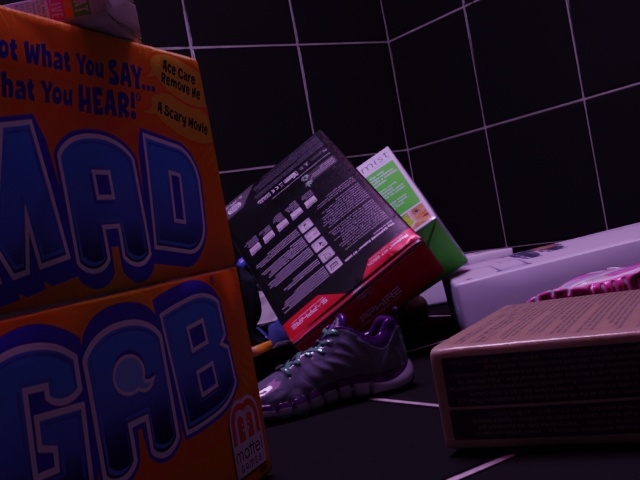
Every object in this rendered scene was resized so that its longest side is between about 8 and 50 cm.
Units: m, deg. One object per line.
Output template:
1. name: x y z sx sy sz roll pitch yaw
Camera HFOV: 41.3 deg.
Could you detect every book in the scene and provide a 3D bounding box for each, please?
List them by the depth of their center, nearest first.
1. book: -0.211 -0.150 0.608 0.144 0.035 0.096 -11 3 3

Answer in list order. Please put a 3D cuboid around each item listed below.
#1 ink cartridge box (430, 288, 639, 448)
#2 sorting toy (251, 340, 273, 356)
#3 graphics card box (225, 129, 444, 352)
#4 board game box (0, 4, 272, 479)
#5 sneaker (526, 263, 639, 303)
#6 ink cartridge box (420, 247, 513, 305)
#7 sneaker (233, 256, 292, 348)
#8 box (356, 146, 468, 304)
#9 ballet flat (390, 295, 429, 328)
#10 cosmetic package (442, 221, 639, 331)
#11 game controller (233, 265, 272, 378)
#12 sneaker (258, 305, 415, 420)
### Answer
1. ink cartridge box: 0.225 0.102 0.724 0.193 0.088 0.234 -8 1 28
2. sorting toy: -0.230 0.174 1.081 0.347 0.047 0.196 -20 -3 1
3. graphics card box: 0.000 0.000 1.304 0.233 0.094 0.371 -40 40 2
4. board game box: -0.293 0.062 0.607 0.356 0.356 0.356 -11 0 21
5. sneaker: 0.359 0.069 0.973 0.252 0.103 0.111 -9 2 17
6. ink cartridge box: 0.301 0.078 1.841 0.212 0.093 0.154 -9 -1 -4
7. sneaker: -0.134 0.113 1.666 0.127 0.182 0.315 -9 0 -33
8. box: 0.072 0.009 1.413 0.262 0.127 0.231 -34 39 8
9. ballet flat: 0.129 0.129 1.518 0.084 0.058 0.250 -11 0 31
10. cosmetic package: 0.390 0.055 1.332 0.377 0.097 0.284 -14 3 3
11. game controller: -0.129 0.122 1.338 0.067 0.166 0.319 -15 1 -10
12. sneaker: -0.006 0.137 0.956 0.223 0.098 0.083 -10 0 -22
